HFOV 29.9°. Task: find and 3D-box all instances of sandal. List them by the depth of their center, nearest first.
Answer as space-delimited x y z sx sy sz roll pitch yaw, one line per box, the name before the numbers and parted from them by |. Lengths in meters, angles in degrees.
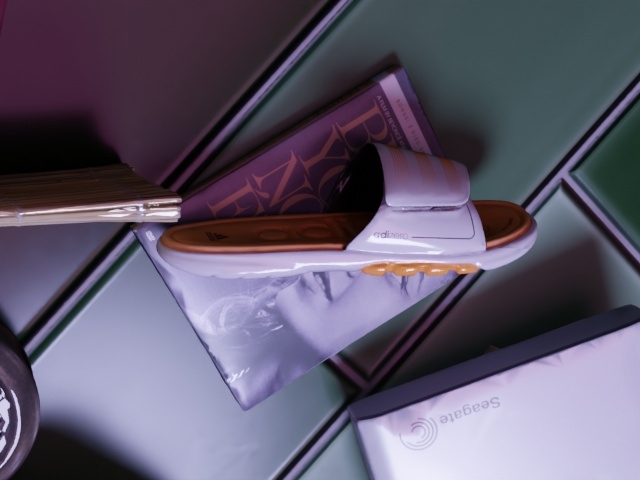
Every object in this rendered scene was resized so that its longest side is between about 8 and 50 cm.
sandal | 0.025 -0.024 0.792 0.265 0.102 0.076 -4 110 -17

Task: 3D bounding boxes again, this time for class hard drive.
hard drive | 0.183 0.251 0.919 0.233 0.047 0.353 -19 103 -6

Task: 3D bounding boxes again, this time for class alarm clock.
alarm clock | -0.239 0.125 0.782 0.129 0.064 0.192 -34 117 -8

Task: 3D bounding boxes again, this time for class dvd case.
dvd case | 0.000 0.000 0.856 0.221 0.018 0.164 -32 113 -9

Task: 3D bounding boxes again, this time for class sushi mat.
sushi mat | -0.250 -0.019 0.683 0.316 0.151 0.019 -5 103 -19

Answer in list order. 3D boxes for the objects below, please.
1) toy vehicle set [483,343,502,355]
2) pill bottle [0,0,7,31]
toy vehicle set | 0.150 0.232 0.969 0.166 0.035 0.267 22 96 -24
pill bottle | -0.247 -0.227 0.585 0.224 0.224 0.392 10 102 -23
